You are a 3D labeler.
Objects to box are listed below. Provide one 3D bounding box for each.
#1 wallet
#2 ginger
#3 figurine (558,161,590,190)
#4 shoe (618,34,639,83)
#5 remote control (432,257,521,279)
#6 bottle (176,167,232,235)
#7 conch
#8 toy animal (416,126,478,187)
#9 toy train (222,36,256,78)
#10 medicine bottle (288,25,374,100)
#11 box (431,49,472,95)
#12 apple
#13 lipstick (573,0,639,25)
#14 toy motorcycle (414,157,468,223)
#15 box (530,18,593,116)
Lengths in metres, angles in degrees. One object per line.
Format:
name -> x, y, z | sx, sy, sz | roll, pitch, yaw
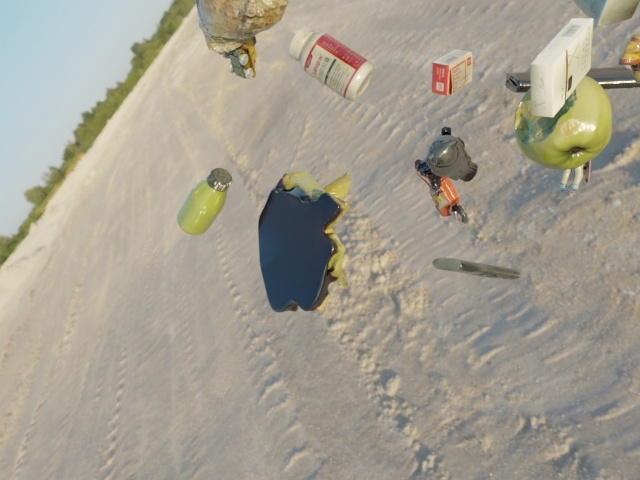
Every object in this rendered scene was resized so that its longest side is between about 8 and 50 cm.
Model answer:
wallet -> 0.883, -0.570, 1.736 | 0.406, 0.062, 0.228 | -1, 24, 9
ginger -> 0.000, 0.000, 1.373 | 0.358, 0.211, 0.413 | 0, 89, 50
figurine -> 0.831, -0.287, 1.611 | 0.205, 0.103, 0.260 | 13, 87, 64
shoe -> 0.669, -0.382, 1.032 | 0.072, 0.109, 0.069 | 44, 108, 37
remote control -> 0.520, 0.095, 1.608 | 0.107, 0.377, 0.044 | 10, 90, 48
bottle -> -0.356, -0.124, 1.524 | 0.260, 0.112, 0.112 | -44, 26, 42
conch -> -0.276, -0.751, 1.525 | 0.352, 0.297, 0.210 | -44, 0, 18
toy animal -> 0.259, -0.149, 0.981 | 0.121, 0.117, 0.210 | -51, -1, 17
toy train -> -0.277, -0.669, 1.759 | 0.127, 0.089, 0.219 | -63, -12, -15
medicine bottle -> 0.032, -0.542, 1.497 | 0.131, 0.250, 0.131 | -55, -5, -8
box -> 0.546, -0.695, 2.030 | 0.099, 0.133, 0.182 | 25, 48, 37
apple -> 0.707, -0.338, 1.433 | 0.279, 0.279, 0.279 | -39, 30, 27
lipstick -> 0.524, -0.588, 1.016 | 0.080, 0.076, 0.371 | -14, 58, -2
toy motorcycle -> 0.466, -0.189, 1.887 | 0.089, 0.298, 0.171 | -33, 8, 2
box -> 0.366, -0.264, 0.744 | 0.040, 0.084, 0.154 | 20, 54, 37
